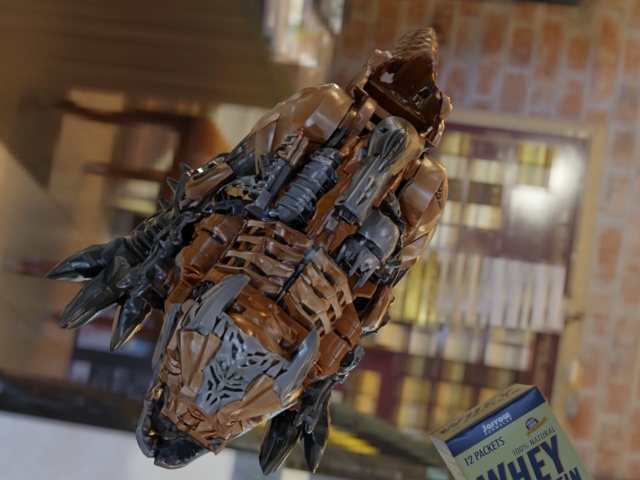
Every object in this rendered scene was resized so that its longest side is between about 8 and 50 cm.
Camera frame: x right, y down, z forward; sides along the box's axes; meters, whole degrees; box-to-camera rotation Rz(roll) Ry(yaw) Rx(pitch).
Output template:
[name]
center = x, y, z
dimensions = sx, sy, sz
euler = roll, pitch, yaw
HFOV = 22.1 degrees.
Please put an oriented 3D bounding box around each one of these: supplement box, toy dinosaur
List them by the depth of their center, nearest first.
[toy dinosaur]
center = 0.000, 0.000, 0.797
dimensions = 0.322, 0.164, 0.218
euler = -29, 167, -43
[supplement box]
center = 0.105, 0.124, 0.852
dimensions = 0.083, 0.056, 0.083
euler = 59, -4, 3
